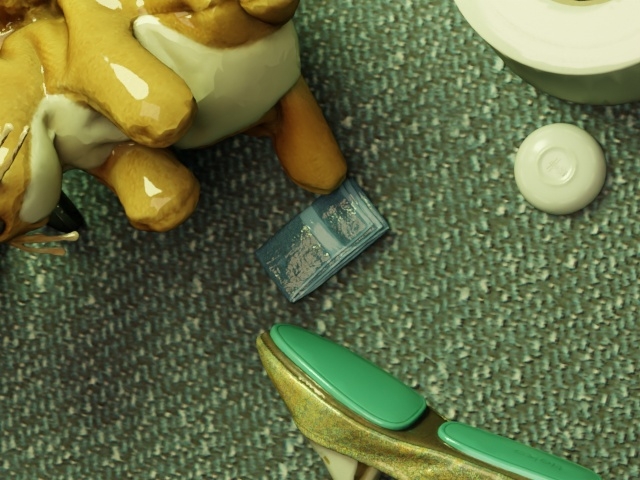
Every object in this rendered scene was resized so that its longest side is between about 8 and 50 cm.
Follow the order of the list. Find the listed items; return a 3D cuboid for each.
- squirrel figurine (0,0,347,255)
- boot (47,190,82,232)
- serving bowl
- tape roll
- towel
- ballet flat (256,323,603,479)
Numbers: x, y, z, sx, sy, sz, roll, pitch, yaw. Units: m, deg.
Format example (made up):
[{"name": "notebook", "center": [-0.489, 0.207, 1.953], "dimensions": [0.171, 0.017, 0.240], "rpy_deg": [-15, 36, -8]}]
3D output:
[{"name": "squirrel figurine", "center": [-0.228, -0.166, 1.722], "dimensions": [0.370, 0.281, 0.397], "rpy_deg": [-28, 60, -9]}, {"name": "boot", "center": [-0.296, -0.025, 1.870], "dimensions": [0.099, 0.045, 0.121], "rpy_deg": [-45, 73, 7]}, {"name": "serving bowl", "center": [0.213, -0.065, 1.748], "dimensions": [0.083, 0.027, 0.083], "rpy_deg": [-1, 85, 14]}, {"name": "tape roll", "center": [0.237, -0.248, 1.686], "dimensions": [0.246, 0.169, 0.246], "rpy_deg": [-1, 84, 14]}, {"name": "towel", "center": [0.000, 0.000, 1.797], "dimensions": [0.119, 0.029, 0.067], "rpy_deg": [-39, 76, 8]}, {"name": "ballet flat", "center": [0.080, 0.193, 1.720], "dimensions": [0.348, 0.123, 0.123], "rpy_deg": [25, 91, 16]}]
